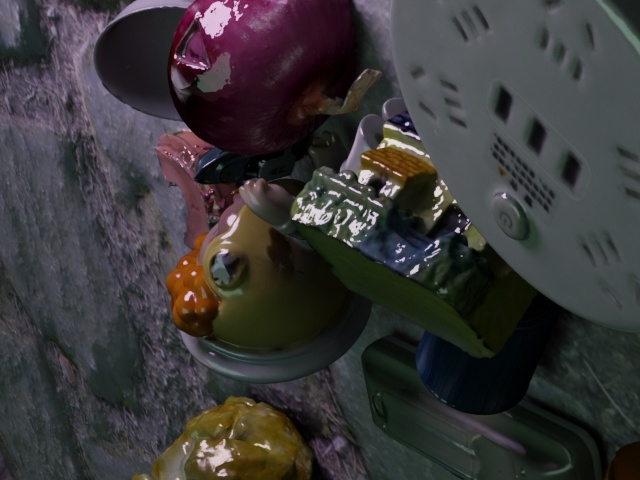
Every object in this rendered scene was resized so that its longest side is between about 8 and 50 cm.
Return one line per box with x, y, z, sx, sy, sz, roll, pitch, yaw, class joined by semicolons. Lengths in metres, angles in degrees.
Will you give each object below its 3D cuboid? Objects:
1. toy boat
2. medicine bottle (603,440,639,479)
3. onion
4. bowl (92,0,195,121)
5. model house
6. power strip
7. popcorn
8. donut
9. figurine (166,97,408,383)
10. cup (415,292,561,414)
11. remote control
-0.077;-0.091;1.674;0.060;0.141;0.055;57;152;27;toy boat
0.292;0.281;1.437;0.096;0.096;0.192;43;147;31;medicine bottle
-0.068;-0.177;1.552;0.200;0.201;0.207;63;158;-2;onion
-0.153;-0.223;1.711;0.189;0.189;0.086;111;166;-54;bowl
0.119;-0.036;1.342;0.194;0.211;0.170;28;166;39;model house
0.211;-0.115;1.109;0.357;0.161;0.357;45;155;28;power strip
-0.103;0.344;2.017;0.276;0.225;0.276;27;134;31;popcorn
-0.138;-0.057;1.885;0.117;0.065;0.166;19;131;54;donut
-0.016;0.014;1.584;0.205;0.224;0.382;45;149;3;figurine
0.150;0.070;1.470;0.150;0.113;0.138;46;146;24;cup
0.160;0.206;1.622;0.335;0.066;0.128;23;131;49;remote control
